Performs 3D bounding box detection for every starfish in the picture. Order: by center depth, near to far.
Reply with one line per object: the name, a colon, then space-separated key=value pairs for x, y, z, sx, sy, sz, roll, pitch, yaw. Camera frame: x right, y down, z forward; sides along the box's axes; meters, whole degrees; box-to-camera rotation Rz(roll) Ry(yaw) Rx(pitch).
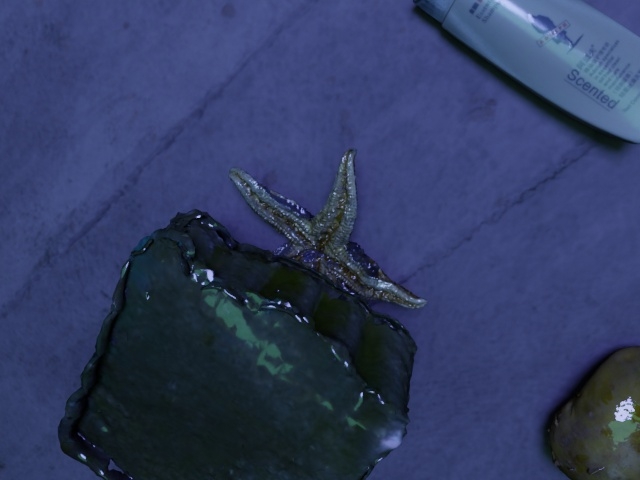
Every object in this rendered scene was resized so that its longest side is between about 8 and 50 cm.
starfish: x=0.000 y=0.000 z=0.431 sx=0.208 sy=0.053 sz=0.176 roll=29 pitch=123 yaw=4

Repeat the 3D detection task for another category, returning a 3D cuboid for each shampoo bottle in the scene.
shampoo bottle: x=0.174 y=-0.156 z=0.376 sx=0.212 sy=0.049 sz=0.072 roll=34 pitch=109 yaw=3

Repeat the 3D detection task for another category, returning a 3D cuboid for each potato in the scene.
potato: x=0.256 y=0.154 z=0.407 sx=0.091 sy=0.070 sz=0.138 roll=32 pitch=104 yaw=3

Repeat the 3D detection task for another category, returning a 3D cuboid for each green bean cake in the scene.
green bean cake: x=-0.071 y=0.125 z=0.413 sx=0.241 sy=0.132 sz=0.255 roll=31 pitch=117 yaw=4
